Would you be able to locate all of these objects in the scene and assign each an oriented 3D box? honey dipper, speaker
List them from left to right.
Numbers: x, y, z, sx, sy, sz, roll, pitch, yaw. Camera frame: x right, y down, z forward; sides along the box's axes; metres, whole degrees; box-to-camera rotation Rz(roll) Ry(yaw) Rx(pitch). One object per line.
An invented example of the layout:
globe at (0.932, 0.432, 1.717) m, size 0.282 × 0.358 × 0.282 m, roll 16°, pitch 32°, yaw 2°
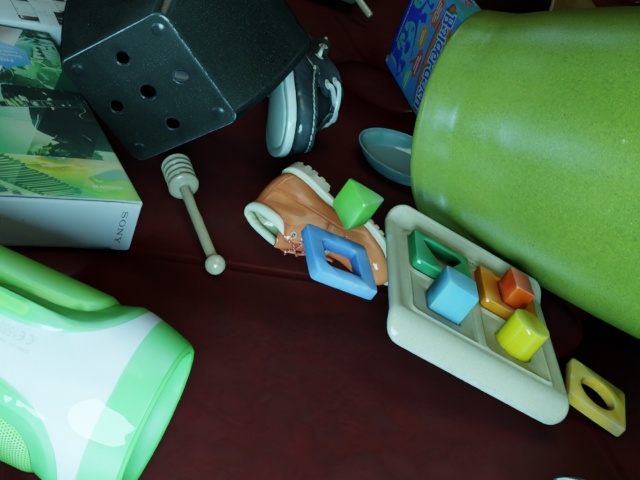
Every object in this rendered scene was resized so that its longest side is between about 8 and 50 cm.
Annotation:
speaker at (-0.235, 0.052, 0.631) m, size 0.296 × 0.131 × 0.131 m, roll 25°, pitch 29°, yaw 3°
honey dipper at (-0.117, -0.024, 0.938) m, size 0.030 × 0.030 × 0.161 m, roll 6°, pitch 36°, yaw -27°

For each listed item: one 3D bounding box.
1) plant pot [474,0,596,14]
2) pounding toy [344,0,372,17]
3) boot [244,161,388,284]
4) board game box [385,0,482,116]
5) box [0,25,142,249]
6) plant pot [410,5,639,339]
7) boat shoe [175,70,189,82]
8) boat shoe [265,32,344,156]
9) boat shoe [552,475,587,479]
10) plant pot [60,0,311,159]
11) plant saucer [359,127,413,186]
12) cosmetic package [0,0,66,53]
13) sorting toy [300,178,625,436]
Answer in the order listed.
plant pot at (0.337, -0.291, 1.529) m, size 0.254 × 0.237 × 0.237 m, roll 21°, pitch 25°, yaw -36°
pounding toy at (0.032, -0.443, 1.643) m, size 0.130 × 0.141 × 0.100 m, roll 16°, pitch 2°, yaw -12°
boot at (0.000, 0.000, 0.964) m, size 0.158 × 0.059 × 0.084 m, roll 40°, pitch 53°, yaw 18°
board game box at (0.161, -0.270, 1.403) m, size 0.047 × 0.160 × 0.210 m, roll 10°, pitch 31°, yaw -20°
box at (-0.320, -0.108, 0.905) m, size 0.232 × 0.058 × 0.322 m, roll 1°, pitch 37°, yaw -34°
plant pot at (0.294, -0.083, 1.026) m, size 0.353 × 0.367 × 0.366 m, roll 18°, pitch 25°, yaw 26°
boat shoe at (-0.197, -0.290, 1.254) m, size 0.109 × 0.094 × 0.302 m, roll 2°, pitch 35°, yaw -33°
boat shoe at (-0.016, -0.181, 1.180) m, size 0.091 × 0.114 × 0.302 m, roll 10°, pitch 32°, yaw -11°
boat shoe at (0.249, 0.243, 0.692) m, size 0.233 × 0.084 × 0.079 m, roll 30°, pitch 30°, yaw 19°
plant pot at (-0.144, -0.191, 0.997) m, size 0.187 × 0.188 × 0.167 m, roll 54°, pitch 31°, yaw -31°
plant saucer at (0.098, -0.096, 1.211) m, size 0.119 × 0.021 × 0.119 m, roll 17°, pitch 29°, yaw -10°
cosmetic package at (-0.346, -0.235, 1.095) m, size 0.239 × 0.060 × 0.099 m, roll -1°, pitch 36°, yaw -36°
sorting toy at (0.143, 0.052, 0.901) m, size 0.347 × 0.047 × 0.196 m, roll 29°, pitch 30°, yaw -13°
